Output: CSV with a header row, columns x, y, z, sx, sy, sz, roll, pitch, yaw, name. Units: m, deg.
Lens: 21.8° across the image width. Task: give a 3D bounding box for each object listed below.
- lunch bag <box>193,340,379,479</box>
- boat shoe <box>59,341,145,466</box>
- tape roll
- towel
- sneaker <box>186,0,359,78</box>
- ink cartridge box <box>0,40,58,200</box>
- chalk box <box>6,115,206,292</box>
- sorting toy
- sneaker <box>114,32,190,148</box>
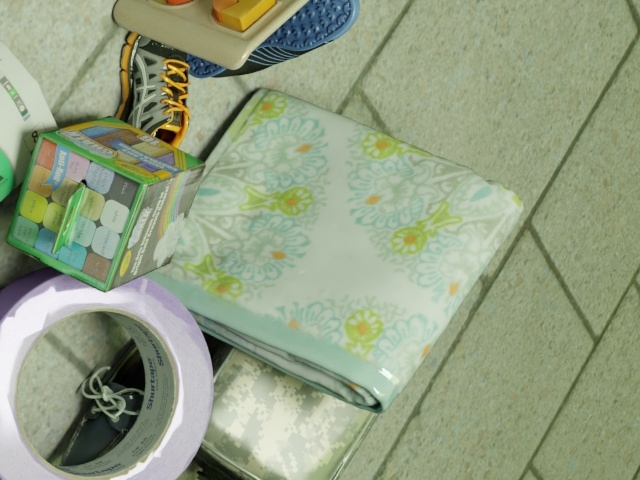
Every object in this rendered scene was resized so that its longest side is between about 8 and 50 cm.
x,y,z,sx,sy,sz,roll,pitch,yaw,name
-0.042,0.175,2.082,0.213,0.256,0.305,35,74,-10,lunch bag
-0.229,0.188,1.956,0.254,0.095,0.079,-49,140,-29,boat shoe
-0.259,0.164,1.820,0.275,0.090,0.274,-2,93,-29,tape roll
0.000,0.000,1.942,0.320,0.374,0.090,-55,155,-23,towel
-0.048,-0.245,1.903,0.090,0.232,0.081,-23,98,-61,sneaker
-0.369,-0.134,1.672,0.181,0.056,0.224,-47,138,-30,ink cartridge box
-0.236,-0.038,1.749,0.132,0.132,0.213,-68,166,16,chalk box
-0.100,-0.288,1.826,0.208,0.193,0.038,-49,145,-26,sorting toy
-0.181,-0.157,1.876,0.084,0.083,0.214,6,99,-51,sneaker
